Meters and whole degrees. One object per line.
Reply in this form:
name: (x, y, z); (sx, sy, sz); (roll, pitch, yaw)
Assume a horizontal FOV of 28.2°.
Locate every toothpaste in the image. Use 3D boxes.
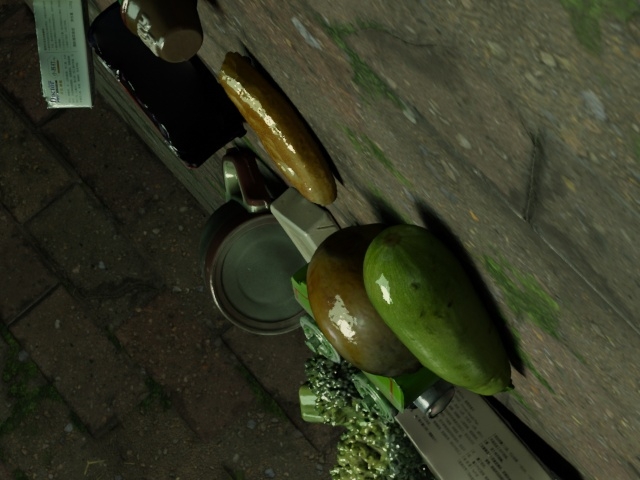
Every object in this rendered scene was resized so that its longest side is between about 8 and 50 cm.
toothpaste: (-0.428, -0.372, 2.114); (0.071, 0.089, 0.313); (-100, 9, -63)

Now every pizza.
pizza: (-0.058, -0.153, 1.774); (0.271, 0.056, 0.134); (50, 171, -19)

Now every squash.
squash: (0.157, 0.109, 1.607); (0.118, 0.118, 0.370); (42, 172, 44)

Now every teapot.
teapot: (-0.129, -0.016, 2.408); (0.312, 0.233, 0.315); (-136, 36, -68)

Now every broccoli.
broccoli: (0.086, 0.328, 2.293); (0.375, 0.302, 0.249); (46, -147, -40)

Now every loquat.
loquat: (0.076, 0.084, 1.736); (0.179, 0.179, 0.227); (38, 159, 57)

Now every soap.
soap: (0.000, 0.000, 2.190); (0.121, 0.064, 0.183); (38, 168, 46)

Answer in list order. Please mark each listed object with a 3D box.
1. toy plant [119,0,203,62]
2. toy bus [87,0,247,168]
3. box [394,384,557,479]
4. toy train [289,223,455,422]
toy plant: (-0.222, -0.330, 1.680); (0.200, 0.105, 0.143); (59, 169, 25)
toy bus: (-0.263, -0.264, 2.143); (0.303, 0.127, 0.147); (50, 176, -10)
box: (0.275, 0.379, 2.059); (0.173, 0.145, 0.333); (55, 177, -39)
toy train: (0.085, 0.132, 1.963); (0.307, 0.173, 0.249); (46, 166, 22)
